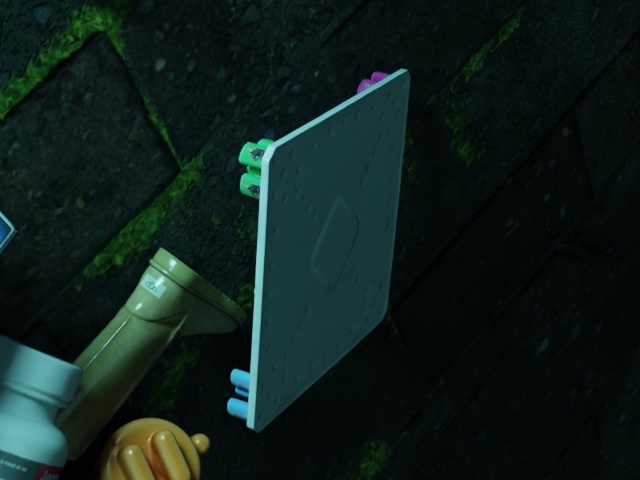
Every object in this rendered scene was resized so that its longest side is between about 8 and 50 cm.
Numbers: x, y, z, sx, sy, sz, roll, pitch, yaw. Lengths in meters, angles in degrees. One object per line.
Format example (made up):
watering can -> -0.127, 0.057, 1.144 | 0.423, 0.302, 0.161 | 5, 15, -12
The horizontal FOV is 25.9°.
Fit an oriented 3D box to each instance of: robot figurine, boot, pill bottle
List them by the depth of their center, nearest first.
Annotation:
pill bottle -> -0.380, 0.261, 1.498 | 0.176, 0.176, 0.318 | 32, 78, -52
boot -> -0.228, 0.151, 1.708 | 0.269, 0.089, 0.236 | -52, 151, -4
robot figurine -> -0.222, 0.288, 1.709 | 0.158, 0.128, 0.219 | -64, -171, -21

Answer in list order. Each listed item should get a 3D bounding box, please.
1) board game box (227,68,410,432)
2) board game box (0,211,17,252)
board game box -> 0.000, 0.000, 1.835 | 0.390, 0.050, 0.390 | -36, 136, -54
board game box -> -0.435, -0.044, 1.267 | 0.305, 0.053, 0.193 | 54, 51, -31
